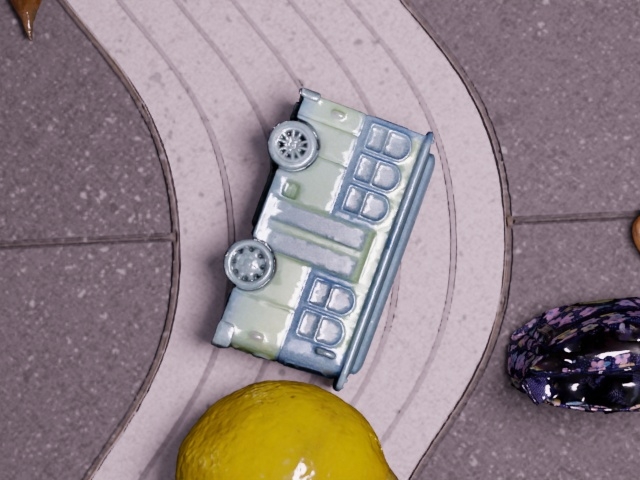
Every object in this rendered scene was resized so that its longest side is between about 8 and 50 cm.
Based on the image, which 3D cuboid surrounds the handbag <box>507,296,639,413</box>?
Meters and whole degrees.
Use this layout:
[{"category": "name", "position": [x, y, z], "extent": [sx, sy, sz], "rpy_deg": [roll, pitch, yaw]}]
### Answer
[{"category": "handbag", "position": [0.324, 0.133, 1.772], "extent": [0.228, 0.208, 0.127], "rpy_deg": [-7, 92, -5]}]

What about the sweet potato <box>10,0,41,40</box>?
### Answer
[{"category": "sweet potato", "position": [-0.349, -0.295, 1.854], "extent": [0.049, 0.049, 0.117], "rpy_deg": [-5, 91, -2]}]

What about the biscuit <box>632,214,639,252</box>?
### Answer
[{"category": "biscuit", "position": [0.535, -0.066, 1.870], "extent": [0.205, 0.049, 0.324], "rpy_deg": [38, 87, -1]}]

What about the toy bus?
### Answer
[{"category": "toy bus", "position": [0.000, 0.000, 1.798], "extent": [0.190, 0.152, 0.312], "rpy_deg": [20, 86, 0]}]

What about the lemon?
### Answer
[{"category": "lemon", "position": [-0.047, 0.270, 1.739], "extent": [0.228, 0.253, 0.228], "rpy_deg": [5, 82, -39]}]
